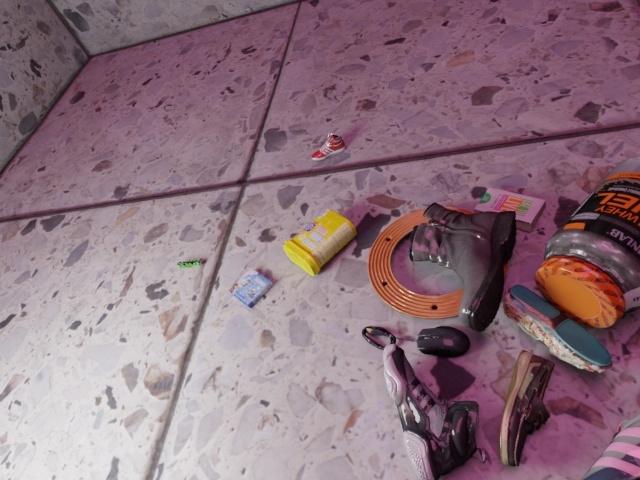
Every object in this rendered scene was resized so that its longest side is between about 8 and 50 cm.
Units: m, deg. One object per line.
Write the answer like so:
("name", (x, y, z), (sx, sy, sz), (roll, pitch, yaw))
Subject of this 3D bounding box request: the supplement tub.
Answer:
("supplement tub", (0.604, 0.001, 0.946), (0.338, 0.207, 0.207), (-43, 49, -16))

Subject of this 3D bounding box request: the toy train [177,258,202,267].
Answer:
("toy train", (-0.392, 0.071, 1.415), (0.083, 0.023, 0.017), (-6, 58, 17))

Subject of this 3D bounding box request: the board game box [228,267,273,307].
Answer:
("board game box", (-0.191, 0.129, 1.286), (0.090, 0.020, 0.090), (28, 65, 37))

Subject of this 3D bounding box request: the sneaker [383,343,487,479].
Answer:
("sneaker", (0.220, 0.314, 0.913), (0.153, 0.101, 0.268), (-18, 53, 6))

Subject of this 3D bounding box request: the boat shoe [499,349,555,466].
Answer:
("boat shoe", (0.383, 0.306, 0.864), (0.073, 0.080, 0.223), (5, 49, 32))

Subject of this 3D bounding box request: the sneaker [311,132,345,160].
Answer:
("sneaker", (0.019, -0.309, 1.541), (0.118, 0.067, 0.042), (-22, 46, 3))

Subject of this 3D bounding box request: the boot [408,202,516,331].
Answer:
("boot", (0.301, 0.052, 1.065), (0.223, 0.118, 0.338), (7, 44, 30))

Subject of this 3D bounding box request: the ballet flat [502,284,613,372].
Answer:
("ballet flat", (0.464, 0.182, 0.940), (0.091, 0.077, 0.241), (-16, 42, -23))

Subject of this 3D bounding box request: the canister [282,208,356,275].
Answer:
("canister", (0.000, 0.000, 1.284), (0.170, 0.073, 0.126), (-42, 49, -16))

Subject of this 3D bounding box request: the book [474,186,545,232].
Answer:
("book", (0.479, -0.082, 1.191), (0.144, 0.035, 0.096), (21, 58, 36))

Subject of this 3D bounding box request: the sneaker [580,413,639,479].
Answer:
("sneaker", (0.511, 0.366, 0.764), (0.319, 0.112, 0.131), (-38, 4, 5))

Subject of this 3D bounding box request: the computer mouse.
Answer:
("computer mouse", (0.205, 0.214, 1.041), (0.242, 0.041, 0.071), (0, 53, 23))

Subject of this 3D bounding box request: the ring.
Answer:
("ring", (0.283, 0.050, 1.156), (0.337, 0.032, 0.336), (-11, 49, 13))
